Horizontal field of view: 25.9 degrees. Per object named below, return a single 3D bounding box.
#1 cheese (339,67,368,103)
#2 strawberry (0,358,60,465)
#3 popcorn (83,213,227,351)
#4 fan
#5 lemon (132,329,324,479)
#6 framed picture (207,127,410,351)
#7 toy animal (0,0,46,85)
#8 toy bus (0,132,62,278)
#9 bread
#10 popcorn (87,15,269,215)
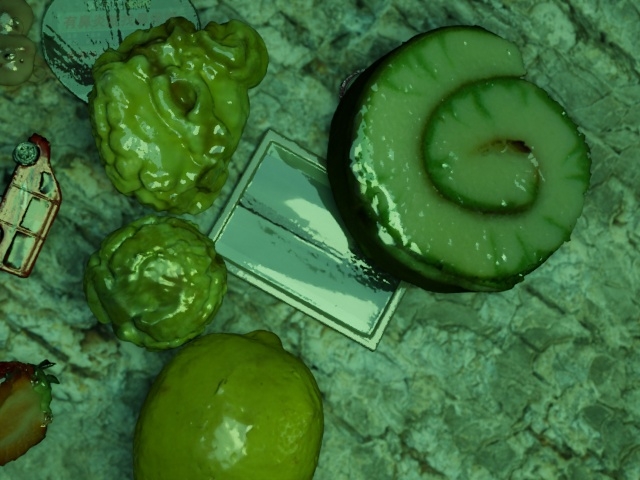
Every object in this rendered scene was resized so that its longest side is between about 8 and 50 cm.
[{"bbox_3d":[0.063,-0.186,2.000,0.095,0.038,0.145,28,82,-4],"label":"cheese"},{"bbox_3d":[-0.439,0.233,1.884,0.140,0.085,0.192,21,98,-47],"label":"strawberry"},{"bbox_3d":[-0.232,0.054,1.887,0.198,0.212,0.197,7,78,-36],"label":"popcorn"},{"bbox_3d":[-0.257,-0.252,1.985,0.223,0.012,0.294,-33,90,-10],"label":"fan"},{"bbox_3d":[-0.121,0.260,1.843,0.260,0.260,0.284,42,86,-2],"label":"lemon"},{"bbox_3d":[0.000,0.000,1.990,0.289,0.016,0.213,29,83,-3],"label":"framed picture"},{"bbox_3d":[-0.433,-0.279,1.938,0.084,0.089,0.150,2,89,15],"label":"toy animal"},{"bbox_3d":[-0.408,-0.049,1.919,0.089,0.081,0.195,24,83,-14],"label":"toy bus"},{"bbox_3d":[0.195,-0.117,1.949,0.366,0.129,0.381,8,84,-15],"label":"bread"},{"bbox_3d":[-0.208,-0.185,1.890,0.225,0.174,0.285,22,84,-19],"label":"popcorn"}]
